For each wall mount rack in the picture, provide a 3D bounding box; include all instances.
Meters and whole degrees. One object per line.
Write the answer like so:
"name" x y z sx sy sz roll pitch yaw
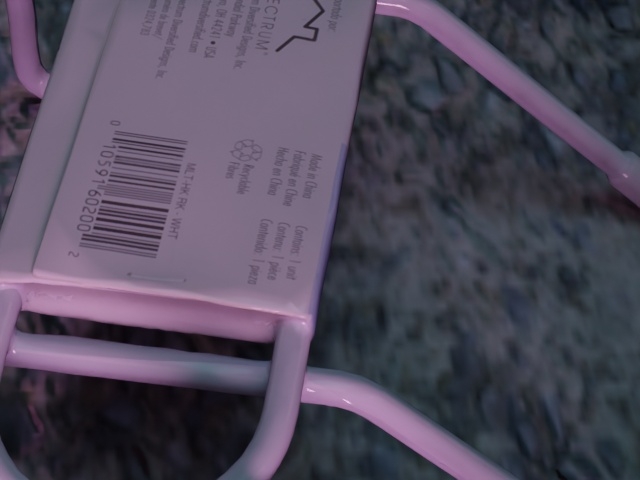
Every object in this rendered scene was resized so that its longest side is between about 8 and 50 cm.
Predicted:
"wall mount rack" 0.000 0.000 0.661 0.304 0.130 0.350 8 51 3
